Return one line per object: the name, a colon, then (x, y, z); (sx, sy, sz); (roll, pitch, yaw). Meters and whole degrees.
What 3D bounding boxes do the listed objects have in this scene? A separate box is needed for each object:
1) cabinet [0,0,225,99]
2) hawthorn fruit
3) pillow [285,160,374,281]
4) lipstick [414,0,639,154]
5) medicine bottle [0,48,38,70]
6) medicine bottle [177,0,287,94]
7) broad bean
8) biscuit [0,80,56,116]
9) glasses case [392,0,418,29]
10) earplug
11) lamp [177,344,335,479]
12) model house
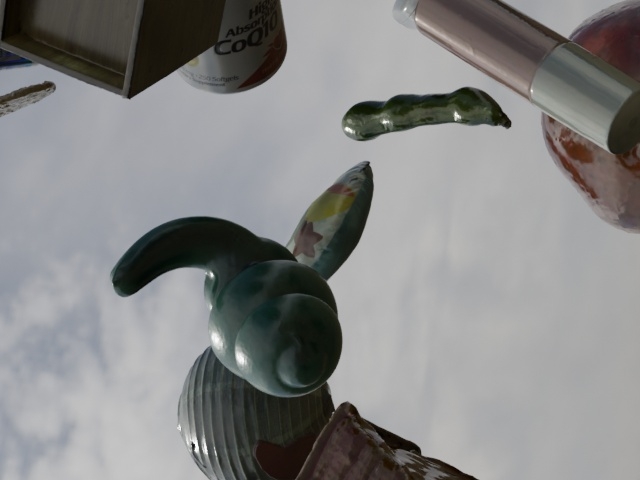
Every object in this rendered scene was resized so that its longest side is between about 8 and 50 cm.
cabinet: (-0.223, -0.283, 1.769); (0.215, 0.174, 0.148); (-43, -28, -57)
hawthorn fruit: (0.394, -0.155, 1.785); (0.298, 0.276, 0.277); (109, 175, -68)
pillow: (0.000, 0.000, 2.293); (0.233, 0.086, 0.214); (-54, 4, 45)
lipstick: (0.199, -0.170, 1.500); (0.070, 0.254, 0.070); (-29, -41, -29)
medicine bottle: (-0.522, -0.304, 2.402); (0.107, 0.191, 0.107); (170, 90, -71)
medicine bottle: (-0.134, -0.335, 2.034); (0.289, 0.157, 0.157); (81, -157, -52)
broad bean: (0.119, -0.152, 1.909); (0.052, 0.256, 0.053); (-49, -56, -37)
biscuit: (-0.373, -0.165, 1.910); (0.015, 0.120, 0.120); (67, -162, -2)
glasses case: (0.121, -0.289, 1.878); (0.076, 0.049, 0.197); (-56, 3, 3)
earplug: (-0.092, 0.080, 1.952); (0.257, 0.280, 0.164); (31, -82, -38)
lamp: (-0.090, 0.253, 2.336); (0.265, 0.233, 0.233); (-60, -27, -63)
model house: (0.070, 0.301, 1.596); (0.199, 0.229, 0.219); (-61, -9, -3)
